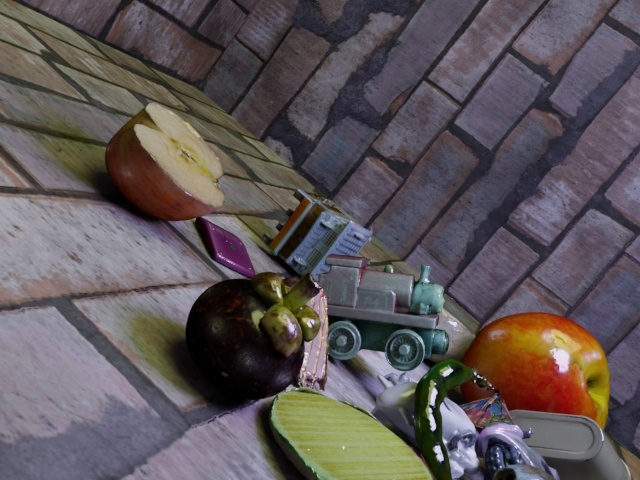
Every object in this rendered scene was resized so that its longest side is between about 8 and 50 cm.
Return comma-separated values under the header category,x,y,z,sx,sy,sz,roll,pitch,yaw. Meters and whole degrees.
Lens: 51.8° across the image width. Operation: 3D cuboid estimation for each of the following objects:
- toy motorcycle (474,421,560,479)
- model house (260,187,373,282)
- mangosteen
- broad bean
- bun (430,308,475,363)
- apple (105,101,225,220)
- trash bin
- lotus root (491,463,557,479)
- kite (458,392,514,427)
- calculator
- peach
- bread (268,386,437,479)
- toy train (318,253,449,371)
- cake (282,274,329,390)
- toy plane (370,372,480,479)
category,x,y,z,sx,sy,sz,roll,pitch,yaw
toy motorcycle,0.400,0.475,1.286,0.327,0.143,0.188,48,19,-27
model house,0.000,0.000,1.778,0.215,0.224,0.198,41,11,21
mangosteen,-0.091,0.126,0.986,0.192,0.217,0.192,43,7,-7
broad bean,0.222,0.309,1.163,0.144,0.049,0.292,41,44,-4
bun,0.333,0.269,1.938,0.259,0.152,0.259,42,-1,1
apple,-0.344,-0.142,1.418,0.251,0.163,0.293,45,21,-22
trash bin,0.523,0.471,1.435,0.243,0.121,0.247,-5,-40,36
lotus root,0.395,0.506,1.084,0.322,0.140,0.158,50,26,-10
kite,0.346,0.382,1.437,0.241,0.183,0.014,1,-67,55
calculator,-0.219,0.011,1.535,0.127,0.034,0.190,32,13,-37
peach,0.548,0.368,1.715,0.388,0.388,0.388,37,11,-8
bread,0.044,0.321,1.003,0.301,0.045,0.301,29,9,-5
toy train,0.129,0.152,1.419,0.304,0.221,0.150,7,0,12
cake,-0.038,0.173,1.270,0.098,0.135,0.287,48,12,-36
toy plane,0.199,0.344,1.263,0.267,0.122,0.267,37,13,-10
